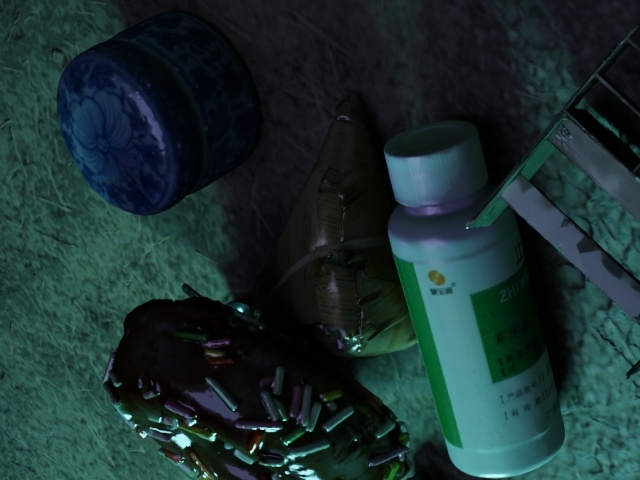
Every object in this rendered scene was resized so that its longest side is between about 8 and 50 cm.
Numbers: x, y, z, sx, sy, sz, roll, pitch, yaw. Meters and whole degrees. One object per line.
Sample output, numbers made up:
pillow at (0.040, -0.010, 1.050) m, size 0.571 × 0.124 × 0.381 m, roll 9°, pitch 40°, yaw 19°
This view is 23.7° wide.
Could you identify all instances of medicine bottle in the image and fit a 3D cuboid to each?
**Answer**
medicine bottle at (0.109, 0.044, 1.110) m, size 0.095 × 0.095 × 0.260 m, roll 7°, pitch 123°, yaw 45°

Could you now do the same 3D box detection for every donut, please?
donut at (-0.055, 0.144, 1.234) m, size 0.269 × 0.103 × 0.270 m, roll 28°, pitch 161°, yaw 11°

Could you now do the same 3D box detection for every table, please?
table at (0.205, -0.026, 0.975) m, size 0.146 × 0.062 × 0.175 m, roll 45°, pitch 109°, yaw 15°

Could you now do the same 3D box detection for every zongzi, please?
zongzi at (0.000, 0.000, 1.213) m, size 0.194 × 0.099 × 0.197 m, roll -19°, pitch 78°, yaw 61°

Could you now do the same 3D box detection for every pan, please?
pan at (-0.077, 0.067, 1.382) m, size 0.115 × 0.023 × 0.068 m, roll 35°, pitch 138°, yaw 21°

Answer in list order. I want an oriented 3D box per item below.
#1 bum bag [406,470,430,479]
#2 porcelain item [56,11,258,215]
bum bag at (0.117, 0.240, 1.289) m, size 0.124 × 0.034 × 0.058 m, roll 33°, pitch 146°, yaw 27°
porcelain item at (-0.138, -0.102, 1.254) m, size 0.147 × 0.114 × 0.147 m, roll 27°, pitch 134°, yaw 31°
